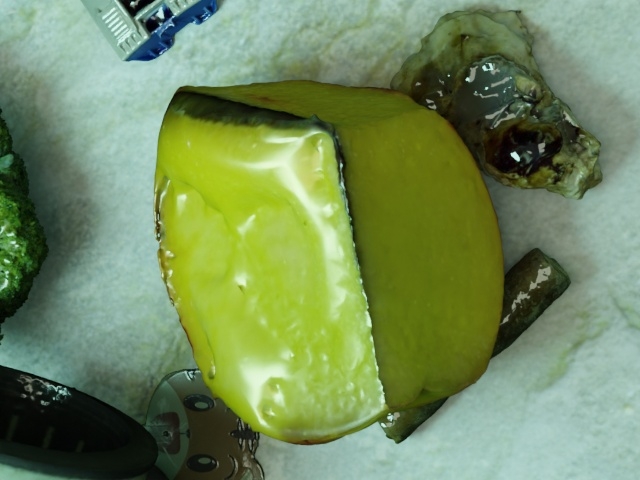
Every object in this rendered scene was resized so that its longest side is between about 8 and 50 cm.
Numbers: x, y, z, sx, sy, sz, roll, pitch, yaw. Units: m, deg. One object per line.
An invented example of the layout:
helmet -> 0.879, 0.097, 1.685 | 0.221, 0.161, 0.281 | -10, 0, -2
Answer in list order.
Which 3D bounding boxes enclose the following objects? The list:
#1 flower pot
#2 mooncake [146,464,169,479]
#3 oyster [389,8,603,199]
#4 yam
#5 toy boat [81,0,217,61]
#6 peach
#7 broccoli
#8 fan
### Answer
flower pot -> -0.338, 0.305, 1.534 | 0.293, 0.293, 0.330 | 19, 96, 14
mooncake -> -0.239, 0.378, 1.716 | 0.306, 0.154, 0.306 | -1, 86, 21
oyster -> 0.182, -0.127, 1.617 | 0.233, 0.107, 0.161 | 42, 111, 12
yam -> 0.150, 0.109, 1.657 | 0.253, 0.061, 0.061 | -45, 82, 14
toy boat -> -0.238, -0.339, 1.721 | 0.129, 0.088, 0.295 | -35, 85, 15
peach -> 0.000, 0.000, 1.602 | 0.306, 0.242, 0.380 | -21, 86, 42
broccoli -> -0.429, -0.014, 1.701 | 0.321, 0.283, 0.304 | 47, 115, 27
fan -> -0.169, 0.212, 1.780 | 0.227, 0.008, 0.152 | -2, 93, 15
